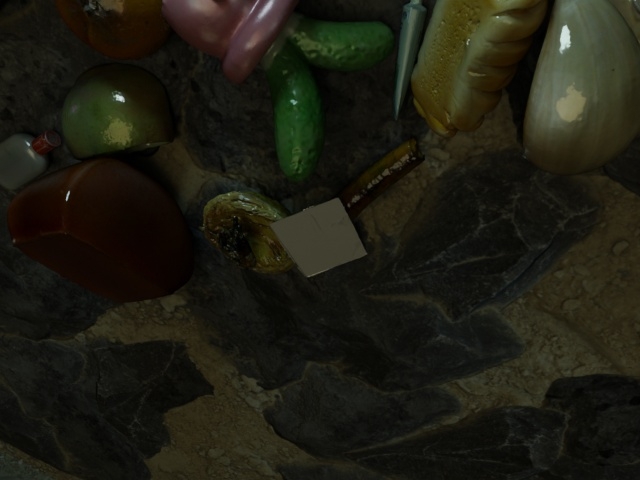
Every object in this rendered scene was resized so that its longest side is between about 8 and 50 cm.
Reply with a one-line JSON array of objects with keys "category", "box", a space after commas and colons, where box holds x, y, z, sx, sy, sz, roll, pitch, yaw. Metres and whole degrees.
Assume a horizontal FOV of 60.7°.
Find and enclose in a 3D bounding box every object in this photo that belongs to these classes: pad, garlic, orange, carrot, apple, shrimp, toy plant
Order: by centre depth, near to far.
[{"category": "garlic", "box": [0.416, -0.251, 0.821, 0.286, 0.249, 0.313, -7, 128, -11]}, {"category": "toy plant", "box": [-0.090, -0.321, 0.922, 0.356, 0.210, 0.317, 36, 85, -21]}, {"category": "orange", "box": [-0.369, -0.432, 0.973, 0.224, 0.170, 0.224, 7, 122, 11]}, {"category": "carrot", "box": [0.102, -0.111, 1.109, 0.070, 0.070, 0.260, 44, 121, -14]}, {"category": "apple", "box": [-0.452, -0.265, 1.145, 0.264, 0.120, 0.193, -7, 109, 18]}, {"category": "pad", "box": [0.000, 0.000, 1.162, 0.156, 0.004, 0.232, -21, 143, 8]}, {"category": "shrimp", "box": [-0.190, 0.009, 1.193, 0.091, 0.034, 0.161, 13, 140, 16]}]

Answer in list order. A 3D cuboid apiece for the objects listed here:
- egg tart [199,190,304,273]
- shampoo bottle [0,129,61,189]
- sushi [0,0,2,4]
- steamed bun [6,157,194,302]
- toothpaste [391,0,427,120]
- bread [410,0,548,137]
[{"category": "egg tart", "box": [-0.143, -0.029, 1.220, 0.252, 0.098, 0.232, 8, 134, 16]}, {"category": "shampoo bottle", "box": [-0.702, -0.200, 1.296, 0.220, 0.051, 0.108, -20, 112, 27]}, {"category": "sushi", "box": [-0.780, -0.543, 0.984, 0.396, 0.240, 0.351, -29, 110, 27]}, {"category": "steamed bun", "box": [-0.457, -0.031, 1.207, 0.235, 0.248, 0.379, -11, 146, 28]}, {"category": "toothpaste", "box": [0.150, -0.324, 0.962, 0.041, 0.064, 0.218, 5, 121, -5]}, {"category": "bread", "box": [0.241, -0.307, 0.863, 0.173, 0.121, 0.311, 59, 155, 25]}]
